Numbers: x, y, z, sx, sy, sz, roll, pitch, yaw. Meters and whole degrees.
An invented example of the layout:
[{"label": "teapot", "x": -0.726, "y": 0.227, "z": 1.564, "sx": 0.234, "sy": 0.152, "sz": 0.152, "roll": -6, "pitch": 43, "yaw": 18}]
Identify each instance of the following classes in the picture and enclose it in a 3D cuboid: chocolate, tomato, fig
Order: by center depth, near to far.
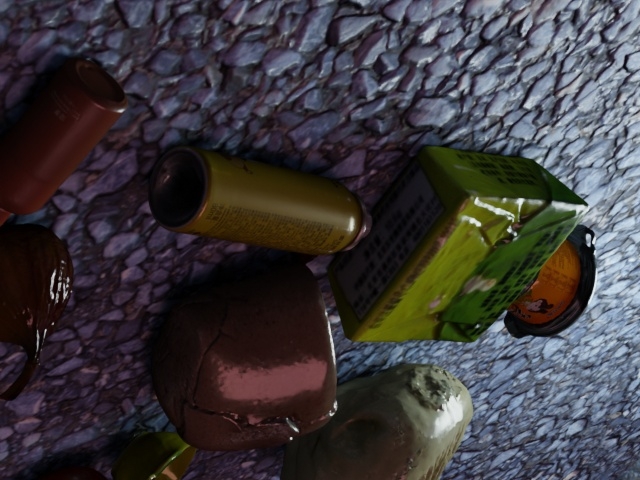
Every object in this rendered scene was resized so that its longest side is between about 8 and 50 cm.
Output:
[{"label": "fig", "x": -0.336, "y": 0.081, "z": 1.682, "sx": 0.134, "sy": 0.201, "sz": 0.146, "roll": -9, "pitch": 137, "yaw": -18}, {"label": "chocolate", "x": 0.188, "y": 0.008, "z": 2.132, "sx": 0.289, "sy": 0.137, "sz": 0.301, "roll": 2, "pitch": 133, "yaw": -46}, {"label": "tomato", "x": -0.390, "y": 0.378, "z": 2.180, "sx": 0.155, "sy": 0.069, "sz": 0.155, "roll": -25, "pitch": 152, "yaw": -14}]

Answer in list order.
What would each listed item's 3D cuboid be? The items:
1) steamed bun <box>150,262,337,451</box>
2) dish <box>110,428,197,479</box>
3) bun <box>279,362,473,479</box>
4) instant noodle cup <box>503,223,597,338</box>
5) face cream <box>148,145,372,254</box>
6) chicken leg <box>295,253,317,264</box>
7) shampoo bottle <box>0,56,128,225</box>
[{"label": "steamed bun", "x": -0.094, "y": 0.192, "z": 2.055, "sx": 0.251, "sy": 0.199, "sz": 0.301, "roll": -18, "pitch": 148, "yaw": -20}, {"label": "dish", "x": -0.260, "y": 0.338, "z": 2.210, "sx": 0.149, "sy": 0.080, "sz": 0.207, "roll": -52, "pitch": 169, "yaw": -5}, {"label": "bun", "x": 0.088, "y": 0.348, "z": 2.447, "sx": 0.362, "sy": 0.234, "sz": 0.326, "roll": -46, "pitch": 158, "yaw": -9}, {"label": "instant noodle cup", "x": 0.323, "y": 0.049, "z": 2.304, "sx": 0.125, "sy": 0.177, "sz": 0.208, "roll": 23, "pitch": 94, "yaw": -40}, {"label": "face cream", "x": -0.056, "y": -0.041, "z": 1.858, "sx": 0.349, "sy": 0.105, "sz": 0.105, "roll": 11, "pitch": 129, "yaw": -49}, {"label": "chicken leg", "x": -0.002, "y": 0.000, "z": 2.047, "sx": 0.145, "sy": 0.037, "sz": 0.062, "roll": -45, "pitch": 164, "yaw": 20}, {"label": "shampoo bottle", "x": -0.306, "y": -0.085, "z": 1.583, "sx": 0.244, "sy": 0.085, "sz": 0.085, "roll": -45, "pitch": 148, "yaw": 24}]
